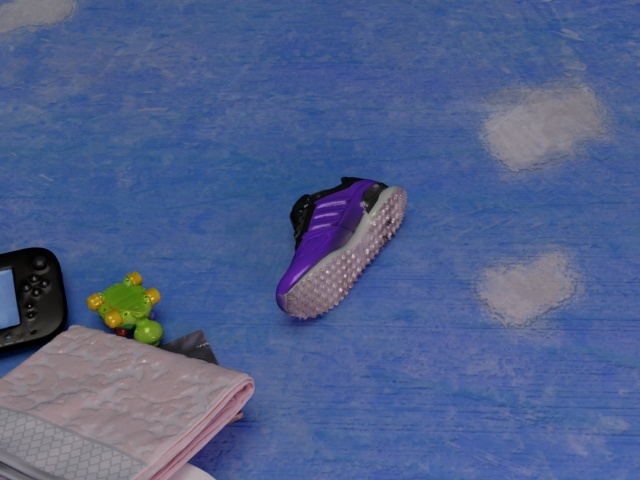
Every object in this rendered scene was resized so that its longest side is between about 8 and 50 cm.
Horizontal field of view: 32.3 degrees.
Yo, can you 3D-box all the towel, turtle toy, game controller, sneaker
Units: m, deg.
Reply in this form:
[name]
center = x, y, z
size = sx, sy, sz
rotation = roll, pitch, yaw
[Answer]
[towel]
center = -0.307, 0.231, 1.479
size = 0.331, 0.053, 0.317
rotation = 13, 32, 29
[turtle toy]
center = -0.284, 0.111, 1.660
size = 0.095, 0.066, 0.130
rotation = -30, 49, -29
[game controller]
center = -0.546, 0.111, 1.679
size = 0.319, 0.067, 0.166
rotation = -14, 51, -7
[sneaker]
center = 0.000, 0.000, 1.723
size = 0.146, 0.102, 0.293
rotation = 25, 52, 27

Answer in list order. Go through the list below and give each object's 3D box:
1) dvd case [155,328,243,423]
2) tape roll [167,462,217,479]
[dvd case]
center = -0.243, 0.230, 1.594
size = 0.221, 0.018, 0.165
rotation = -21, 53, -13
[tape roll]
center = -0.229, 0.411, 1.373
size = 0.286, 0.100, 0.286
rotation = 2, 46, -2
